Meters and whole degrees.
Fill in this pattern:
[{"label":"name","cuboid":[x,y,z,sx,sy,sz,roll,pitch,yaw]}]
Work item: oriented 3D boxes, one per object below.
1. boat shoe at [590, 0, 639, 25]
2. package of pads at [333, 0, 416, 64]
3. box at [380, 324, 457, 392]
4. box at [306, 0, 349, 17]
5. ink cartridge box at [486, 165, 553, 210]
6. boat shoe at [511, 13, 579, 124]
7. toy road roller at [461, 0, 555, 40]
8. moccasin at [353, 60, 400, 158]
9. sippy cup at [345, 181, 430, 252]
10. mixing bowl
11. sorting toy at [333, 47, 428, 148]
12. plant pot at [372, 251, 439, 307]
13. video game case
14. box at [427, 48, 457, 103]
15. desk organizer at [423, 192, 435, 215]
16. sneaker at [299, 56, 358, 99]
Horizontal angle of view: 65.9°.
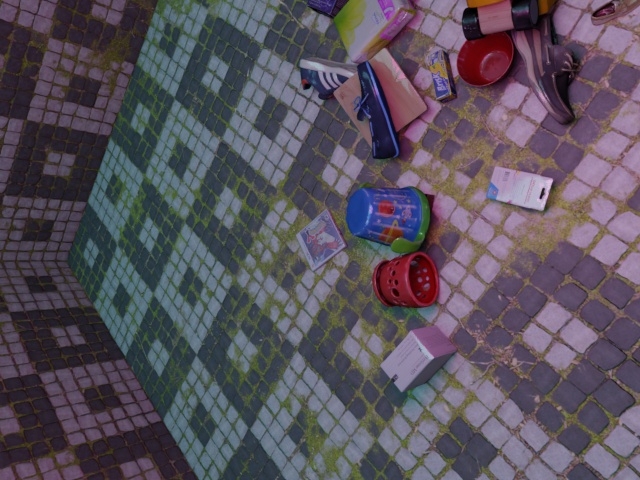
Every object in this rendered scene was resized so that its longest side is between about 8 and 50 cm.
[{"label":"boat shoe","cuboid":[0.832,-0.655,1.388,0.135,0.045,0.050,-26,73,36]},{"label":"package of pads","cuboid":[0.198,-0.835,1.852,0.297,0.101,0.229,-36,67,44]},{"label":"box","cuboid":[0.333,0.396,1.671,0.119,0.182,0.181,49,117,30]},{"label":"box","cuboid":[0.064,-1.006,1.982,0.153,0.108,0.207,37,112,34]},{"label":"ink cartridge box","cuboid":[0.622,-0.159,1.531,0.181,0.062,0.104,22,103,38]},{"label":"boat shoe","cuboid":[0.680,-0.516,1.453,0.130,0.132,0.355,-26,74,36]},{"label":"toy road roller","cuboid":[0.539,-0.747,1.425,0.203,0.329,0.240,5,130,39]},{"label":"moccasin","cuboid":[0.176,-0.440,1.716,0.117,0.137,0.341,-14,105,20]},{"label":"sippy cup","cuboid":[0.218,-0.085,1.708,0.305,0.224,0.239,9,91,64]},{"label":"mixing bowl","cuboid":[0.543,-0.574,1.586,0.182,0.098,0.181,-1,89,40]},{"label":"sorting toy","cuboid":[0.226,-0.515,1.798,0.255,0.089,0.257,-33,94,35]},{"label":"plant pot","cuboid":[0.288,0.145,1.714,0.174,0.191,0.191,-16,78,43]},{"label":"video game case","cuboid":[0.000,0.000,2.056,0.201,0.023,0.183,-39,66,31]},{"label":"box","cuboid":[0.422,-0.567,1.712,0.059,0.054,0.168,-16,79,38]},{"label":"desk organizer","cuboid":[0.361,-0.102,1.748,0.047,0.050,0.130,15,98,38]},{"label":"sneaker","cuboid":[0.067,-0.628,1.974,0.350,0.131,0.148,25,126,31]}]
